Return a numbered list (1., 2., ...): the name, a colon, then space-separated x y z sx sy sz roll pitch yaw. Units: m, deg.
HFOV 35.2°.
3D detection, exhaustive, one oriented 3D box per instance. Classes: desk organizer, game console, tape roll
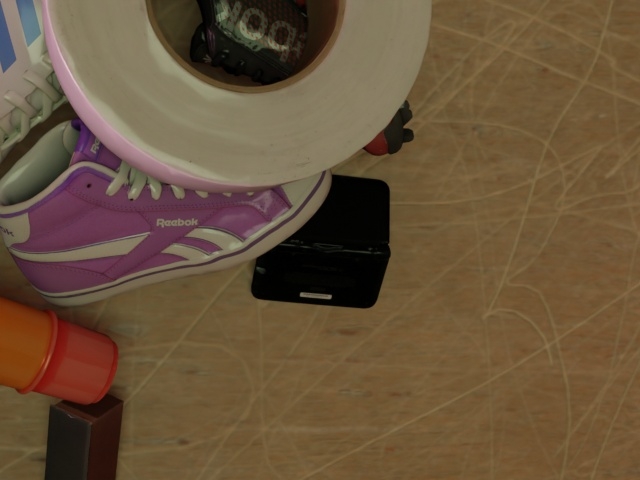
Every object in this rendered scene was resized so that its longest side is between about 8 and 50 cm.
1. desk organizer: -0.217 0.203 0.922 0.047 0.050 0.130 19 113 20
2. game console: 0.000 0.000 0.952 0.122 0.071 0.107 6 127 -10
3. tape roll: -0.065 -0.179 0.759 0.286 0.100 0.286 0 90 -16

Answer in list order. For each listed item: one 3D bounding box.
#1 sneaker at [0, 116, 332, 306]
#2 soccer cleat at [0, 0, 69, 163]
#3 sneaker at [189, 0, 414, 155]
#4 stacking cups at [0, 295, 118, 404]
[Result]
1. sneaker: -0.130 -0.047 0.839 0.282 0.102 0.161 -22 140 -7
2. soccer cleat: -0.233 -0.149 0.802 0.143 0.116 0.331 19 80 0
3. sneaker: -0.036 -0.168 0.876 0.135 0.097 0.276 -40 101 -3
4. stacking cups: -0.316 0.064 0.801 0.316 0.096 0.096 27 93 -34
